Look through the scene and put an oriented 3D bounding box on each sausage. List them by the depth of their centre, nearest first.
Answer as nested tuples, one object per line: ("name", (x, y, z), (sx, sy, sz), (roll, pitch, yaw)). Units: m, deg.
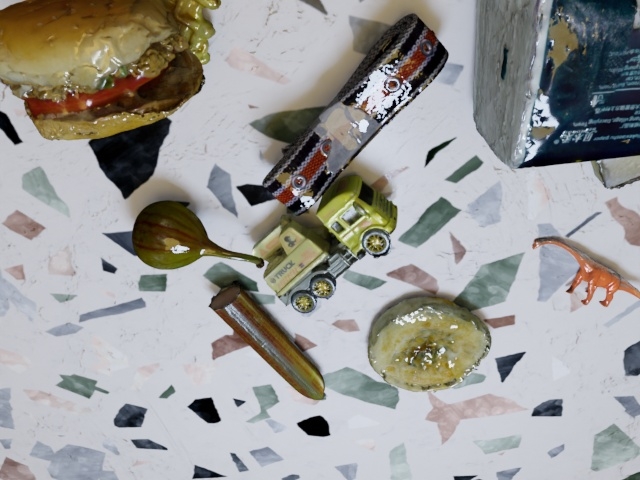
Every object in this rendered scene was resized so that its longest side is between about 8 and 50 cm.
("sausage", (-0.089, 0.231, 1.155), (0.082, 0.082, 0.371), (-29, 120, 15))

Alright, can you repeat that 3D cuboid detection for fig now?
("fig", (-0.214, 0.011, 0.955), (0.236, 0.124, 0.124), (19, 121, 3))

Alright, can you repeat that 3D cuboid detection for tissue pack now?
("tissue pack", (0.444, -0.267, 0.743), (0.417, 0.253, 0.264), (-6, 124, 1))

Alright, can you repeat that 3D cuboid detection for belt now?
("belt", (0.046, -0.187, 0.857), (0.094, 0.126, 0.359), (38, 111, -16))

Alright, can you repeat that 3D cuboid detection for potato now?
("potato", (0.533, -0.147, 0.941), (0.122, 0.061, 0.086), (-22, 121, 14))

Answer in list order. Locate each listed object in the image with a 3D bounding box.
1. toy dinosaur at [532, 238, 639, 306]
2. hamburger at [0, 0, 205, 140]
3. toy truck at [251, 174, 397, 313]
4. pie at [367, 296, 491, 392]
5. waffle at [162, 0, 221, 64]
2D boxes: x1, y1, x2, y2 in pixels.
("toy dinosaur", (0.538, 0.075, 1.092), (0.280, 0.055, 0.101), (18, 111, -12))
("hamburger", (-0.278, -0.231, 0.688), (0.244, 0.244, 0.163), (-11, 121, 5))
("toy truck", (0.000, 0.000, 0.981), (0.157, 0.124, 0.272), (42, 116, -14))
("pie", (0.233, 0.229, 1.175), (0.274, 0.055, 0.274), (-1, 123, -1))
("waffle", (-0.251, -0.345, 0.780), (0.229, 0.057, 0.219), (25, 120, -19))
